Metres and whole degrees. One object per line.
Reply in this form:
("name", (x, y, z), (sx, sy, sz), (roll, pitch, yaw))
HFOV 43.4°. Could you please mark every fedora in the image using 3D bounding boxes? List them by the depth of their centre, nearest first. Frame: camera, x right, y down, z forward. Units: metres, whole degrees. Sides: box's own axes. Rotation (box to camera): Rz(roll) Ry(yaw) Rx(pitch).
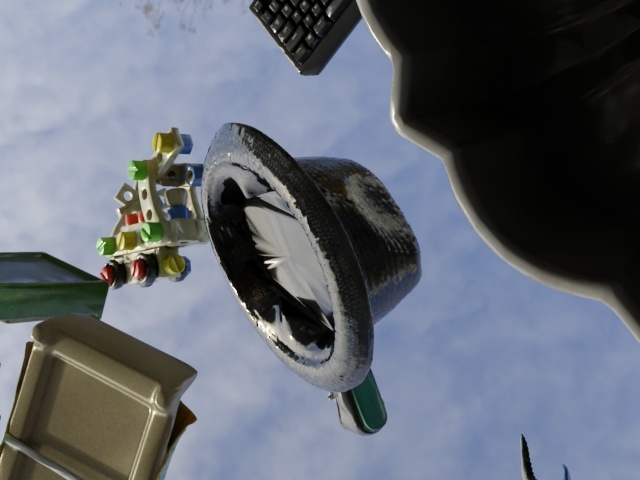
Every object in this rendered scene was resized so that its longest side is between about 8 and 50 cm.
("fedora", (0.000, 0.000, 0.908), (0.152, 0.334, 0.334), (-23, -119, -27))

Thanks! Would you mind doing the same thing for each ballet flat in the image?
("ballet flat", (0.028, 0.149, 1.024), (0.074, 0.074, 0.203), (-14, -96, -6))

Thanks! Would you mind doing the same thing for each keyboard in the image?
("keyboard", (0.015, -0.204, 0.511), (0.023, 0.180, 0.108), (-1, -129, -50))

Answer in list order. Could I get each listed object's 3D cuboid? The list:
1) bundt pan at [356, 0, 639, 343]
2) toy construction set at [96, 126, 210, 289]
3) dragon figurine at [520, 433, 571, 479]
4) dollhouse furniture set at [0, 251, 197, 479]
("bundt pan", (0.181, -0.123, 0.275), (0.331, 0.330, 0.124), (37, -153, 21))
("toy construction set", (-0.267, -0.037, 1.264), (0.151, 0.328, 0.215), (-3, -95, -27))
("dragon figurine", (0.282, 0.329, 0.964), (0.085, 0.144, 0.289), (54, -149, -5))
("dollhouse furniture set", (-0.222, 0.150, 0.717), (0.302, 0.151, 0.197), (21, -83, 24))
